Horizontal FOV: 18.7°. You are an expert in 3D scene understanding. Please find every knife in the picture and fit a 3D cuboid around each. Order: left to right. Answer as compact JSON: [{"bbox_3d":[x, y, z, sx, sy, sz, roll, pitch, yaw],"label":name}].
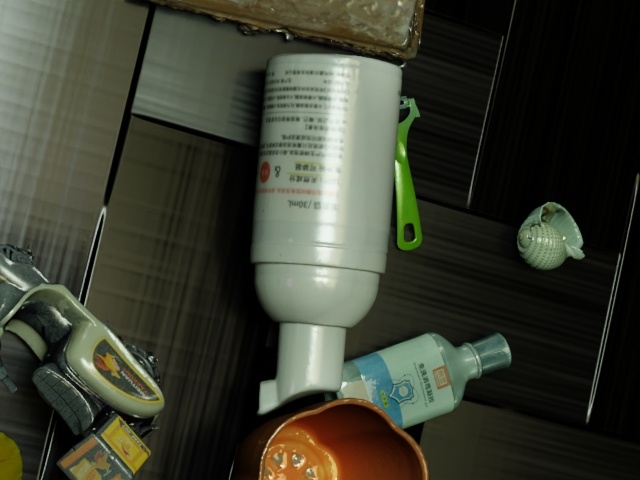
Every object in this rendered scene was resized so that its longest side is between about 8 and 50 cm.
[{"bbox_3d":[0.083,-0.071,2.104,0.078,0.022,0.166,-10,91,-16],"label":"knife"}]

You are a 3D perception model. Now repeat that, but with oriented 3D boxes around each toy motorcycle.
[{"bbox_3d":[-0.260,0.115,1.900,0.263,0.091,0.157,47,32,-6],"label":"toy motorcycle"}]

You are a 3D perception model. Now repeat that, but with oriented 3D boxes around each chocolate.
[{"bbox_3d":[-0.031,-0.262,2.043,0.329,0.065,0.102,10,84,-23],"label":"chocolate"}]

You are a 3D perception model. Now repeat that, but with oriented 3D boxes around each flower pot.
[{"bbox_3d":[-0.010,0.249,1.975,0.190,0.173,0.191,1,89,-23],"label":"flower pot"}]

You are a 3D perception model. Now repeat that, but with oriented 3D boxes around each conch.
[{"bbox_3d":[0.249,-0.002,2.150,0.085,0.056,0.076,27,58,-48],"label":"conch"}]

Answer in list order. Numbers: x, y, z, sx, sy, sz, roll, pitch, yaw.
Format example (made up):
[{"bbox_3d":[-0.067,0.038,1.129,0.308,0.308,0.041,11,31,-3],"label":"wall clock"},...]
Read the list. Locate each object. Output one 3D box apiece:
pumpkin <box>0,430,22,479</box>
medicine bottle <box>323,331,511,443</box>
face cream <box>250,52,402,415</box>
[{"bbox_3d":[-0.399,0.238,1.848,0.217,0.217,0.110,-41,64,-18],"label":"pumpkin"},{"bbox_3d":[0.106,0.149,2.087,0.208,0.053,0.090,-18,93,-21],"label":"medicine bottle"},{"bbox_3d":[0.000,0.000,2.005,0.145,0.145,0.370,5,87,-21],"label":"face cream"}]
